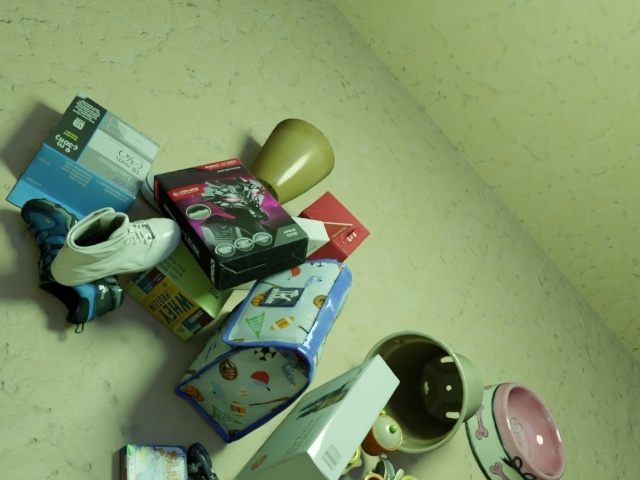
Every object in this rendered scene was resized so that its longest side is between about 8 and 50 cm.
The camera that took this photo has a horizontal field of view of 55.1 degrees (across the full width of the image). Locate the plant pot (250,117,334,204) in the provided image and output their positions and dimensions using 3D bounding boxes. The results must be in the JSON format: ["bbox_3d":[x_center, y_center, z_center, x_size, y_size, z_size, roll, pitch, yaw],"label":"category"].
[{"bbox_3d":[-0.118,-0.221,1.953,0.237,0.237,0.254,46,52,-10],"label":"plant pot"}]

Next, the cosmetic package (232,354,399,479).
[{"bbox_3d":[-0.007,0.446,1.429,0.097,0.284,0.377,51,35,0],"label":"cosmetic package"}]

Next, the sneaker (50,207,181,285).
[{"bbox_3d":[-0.395,-0.005,1.272,0.292,0.169,0.108,-25,77,-41],"label":"sneaker"}]

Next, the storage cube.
[{"bbox_3d":[0.000,0.000,1.885,0.193,0.215,0.183,46,36,1],"label":"storage cube"}]

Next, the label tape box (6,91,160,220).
[{"bbox_3d":[-0.556,-0.172,1.489,0.240,0.106,0.334,34,40,-24],"label":"label tape box"}]

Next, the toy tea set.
[{"bbox_3d":[0.178,0.598,1.549,0.200,0.124,0.336,-20,68,-42],"label":"toy tea set"}]

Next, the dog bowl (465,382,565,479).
[{"bbox_3d":[0.688,0.679,2.129,0.408,0.150,0.408,29,42,-29],"label":"dog bowl"}]

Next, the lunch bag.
[{"bbox_3d":[-0.108,0.227,1.415,0.239,0.385,0.328,45,37,-11],"label":"lunch bag"}]

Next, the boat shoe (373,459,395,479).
[{"bbox_3d":[0.150,0.657,1.613,0.066,0.066,0.183,35,39,-21],"label":"boat shoe"}]

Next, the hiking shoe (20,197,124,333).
[{"bbox_3d":[-0.552,0.041,1.308,0.304,0.113,0.132,50,41,2],"label":"hiking shoe"}]

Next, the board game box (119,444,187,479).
[{"bbox_3d":[-0.330,0.513,1.223,0.136,0.035,0.201,17,49,-39],"label":"board game box"}]

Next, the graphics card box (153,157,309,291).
[{"bbox_3d":[-0.221,-0.053,1.457,0.232,0.094,0.371,-16,46,-30],"label":"graphics card box"}]

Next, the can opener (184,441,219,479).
[{"bbox_3d":[-0.232,0.520,1.307,0.073,0.059,0.186,-18,74,-54],"label":"can opener"}]

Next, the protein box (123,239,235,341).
[{"bbox_3d":[-0.323,0.093,1.498,0.200,0.136,0.201,44,36,-12],"label":"protein box"}]

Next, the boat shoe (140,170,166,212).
[{"bbox_3d":[-0.299,-0.112,1.681,0.367,0.156,0.136,30,41,-30],"label":"boat shoe"}]

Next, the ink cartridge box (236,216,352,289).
[{"bbox_3d":[-0.085,0.043,1.670,0.261,0.296,0.066,5,57,-46],"label":"ink cartridge box"}]

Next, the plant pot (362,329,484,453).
[{"bbox_3d":[0.328,0.442,1.821,0.305,0.333,0.334,18,47,-55],"label":"plant pot"}]
